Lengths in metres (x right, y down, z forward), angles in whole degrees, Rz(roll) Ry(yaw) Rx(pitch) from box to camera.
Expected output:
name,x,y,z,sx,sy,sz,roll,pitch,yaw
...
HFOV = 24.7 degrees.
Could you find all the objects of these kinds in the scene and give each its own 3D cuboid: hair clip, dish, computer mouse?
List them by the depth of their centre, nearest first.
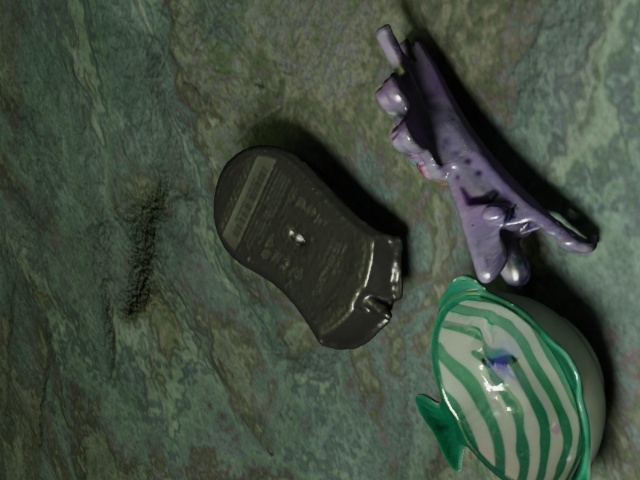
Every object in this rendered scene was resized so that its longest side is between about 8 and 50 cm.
name,x,y,z,sx,sy,sz,roll,pitch,yaw
hair clip,0.118,-0.068,1.270,0.090,0.137,0.278,-46,64,17
dish,0.183,0.129,1.305,0.224,0.078,0.246,61,149,7
computer mouse,0.000,0.000,1.508,0.264,0.088,0.147,46,123,33
